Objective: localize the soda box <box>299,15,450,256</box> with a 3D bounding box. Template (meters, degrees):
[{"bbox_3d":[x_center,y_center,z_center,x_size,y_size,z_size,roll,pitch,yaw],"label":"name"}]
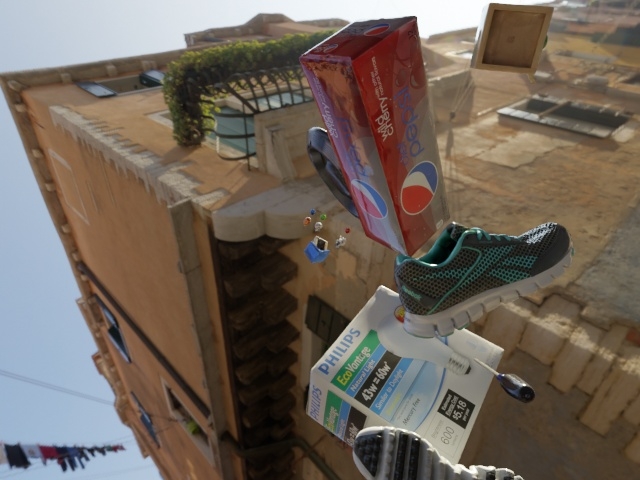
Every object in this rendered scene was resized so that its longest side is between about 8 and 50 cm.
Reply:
[{"bbox_3d":[0.075,-0.105,0.468,0.092,0.083,0.263,-41,-48,-17],"label":"soda box"}]

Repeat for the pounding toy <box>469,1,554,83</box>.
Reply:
[{"bbox_3d":[0.371,-0.374,0.775,0.100,0.141,0.130,-67,-16,-63],"label":"pounding toy"}]

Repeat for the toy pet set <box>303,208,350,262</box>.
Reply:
[{"bbox_3d":[0.000,0.000,1.059,0.114,0.122,0.065,-54,15,37],"label":"toy pet set"}]

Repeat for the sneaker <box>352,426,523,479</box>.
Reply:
[{"bbox_3d":[0.190,0.408,0.680,0.118,0.292,0.110,99,-167,-56],"label":"sneaker"}]

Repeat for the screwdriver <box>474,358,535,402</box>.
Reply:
[{"bbox_3d":[0.223,0.173,0.516,0.025,0.024,0.170,-38,-4,-5],"label":"screwdriver"}]

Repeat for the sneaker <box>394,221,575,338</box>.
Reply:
[{"bbox_3d":[0.135,0.015,0.336,0.167,0.065,0.076,-26,-81,-11],"label":"sneaker"}]

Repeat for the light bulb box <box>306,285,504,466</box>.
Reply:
[{"bbox_3d":[0.210,0.364,1.037,0.358,0.361,0.225,-42,-31,-41],"label":"light bulb box"}]

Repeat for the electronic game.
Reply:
[{"bbox_3d":[0.047,-0.127,0.809,0.048,0.229,0.229,-38,-38,-5],"label":"electronic game"}]
